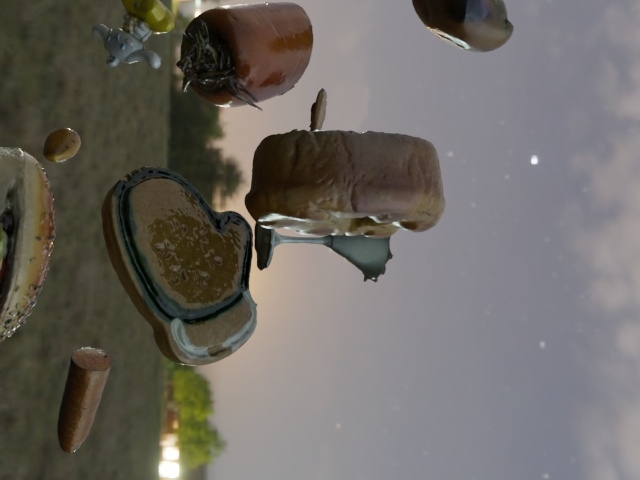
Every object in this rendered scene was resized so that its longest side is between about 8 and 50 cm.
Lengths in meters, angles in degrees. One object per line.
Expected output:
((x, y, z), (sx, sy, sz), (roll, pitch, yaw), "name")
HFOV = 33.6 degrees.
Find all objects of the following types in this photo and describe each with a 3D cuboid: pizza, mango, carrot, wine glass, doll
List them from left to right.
((-0.569, -0.207, 2.322), (0.114, 0.079, 0.057), (-70, 158, -58), "mango")
((-0.273, 0.184, 1.198), (0.048, 0.048, 0.139), (-101, -152, -56), "carrot")
((-0.267, -0.292, 1.493), (0.071, 0.135, 0.113), (42, 57, -57), "doll")
((-0.162, -0.351, 2.043), (0.331, 0.193, 0.214), (-16, 101, -52), "carrot")
((-0.012, -0.236, 2.084), (0.100, 0.029, 0.099), (88, 15, -63), "pizza")
((0.000, 0.000, 1.968), (0.156, 0.232, 0.156), (-178, -90, -72), "wine glass")
((0.283, -0.498, 2.179), (0.287, 0.153, 0.201), (-122, -153, -60), "mango")

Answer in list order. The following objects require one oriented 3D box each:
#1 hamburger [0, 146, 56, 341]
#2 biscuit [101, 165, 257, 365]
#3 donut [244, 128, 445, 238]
((-0.472, 0.009, 1.491), (0.300, 0.176, 0.300), (-48, -147, 46), "hamburger")
((-0.211, 0.029, 1.760), (0.057, 0.287, 0.343), (-27, -93, 43), "biscuit")
((0.043, -0.088, 1.712), (0.299, 0.317, 0.150), (-2, -97, 41), "donut")
